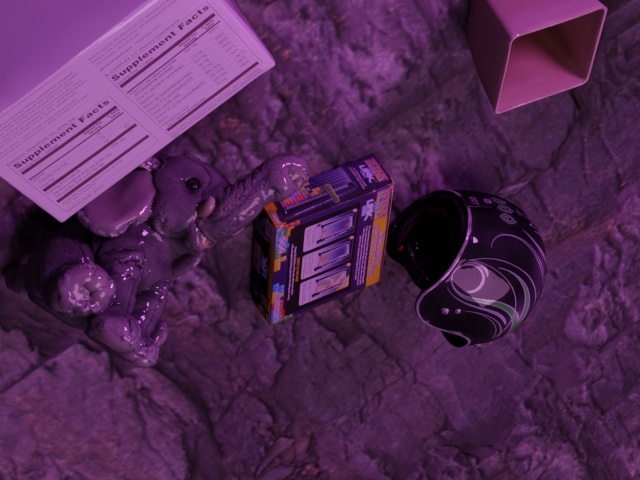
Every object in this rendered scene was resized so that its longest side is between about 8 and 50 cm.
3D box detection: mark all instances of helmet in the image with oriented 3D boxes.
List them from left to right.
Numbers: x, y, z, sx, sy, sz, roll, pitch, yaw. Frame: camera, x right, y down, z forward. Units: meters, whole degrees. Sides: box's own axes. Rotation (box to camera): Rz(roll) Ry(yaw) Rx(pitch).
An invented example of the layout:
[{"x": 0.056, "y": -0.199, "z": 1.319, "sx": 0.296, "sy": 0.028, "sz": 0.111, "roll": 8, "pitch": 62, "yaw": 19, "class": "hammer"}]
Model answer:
[{"x": 0.167, "y": 0.032, "z": 2.168, "sx": 0.161, "sy": 0.169, "sz": 0.169, "roll": 28, "pitch": 115, "yaw": -37, "class": "helmet"}]

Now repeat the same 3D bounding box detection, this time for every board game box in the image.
[{"x": 0.000, "y": 0.000, "z": 2.084, "sx": 0.141, "sy": 0.048, "sz": 0.170, "roll": -22, "pitch": 146, "yaw": -21, "class": "board game box"}]

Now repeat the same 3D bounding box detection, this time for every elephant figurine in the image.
[{"x": -0.155, "y": -0.014, "z": 1.844, "sx": 0.239, "sy": 0.186, "sz": 0.169, "roll": -57, "pitch": -174, "yaw": -8, "class": "elephant figurine"}]

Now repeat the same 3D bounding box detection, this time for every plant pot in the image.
[{"x": 0.201, "y": -0.207, "z": 1.933, "sx": 0.109, "sy": 0.096, "sz": 0.109, "roll": -19, "pitch": 146, "yaw": -20, "class": "plant pot"}]

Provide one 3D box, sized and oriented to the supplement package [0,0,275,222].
[{"x": -0.198, "y": -0.188, "z": 1.446, "sx": 0.204, "sy": 0.262, "sz": 0.145, "roll": -36, "pitch": 148, "yaw": 6, "class": "supplement package"}]
